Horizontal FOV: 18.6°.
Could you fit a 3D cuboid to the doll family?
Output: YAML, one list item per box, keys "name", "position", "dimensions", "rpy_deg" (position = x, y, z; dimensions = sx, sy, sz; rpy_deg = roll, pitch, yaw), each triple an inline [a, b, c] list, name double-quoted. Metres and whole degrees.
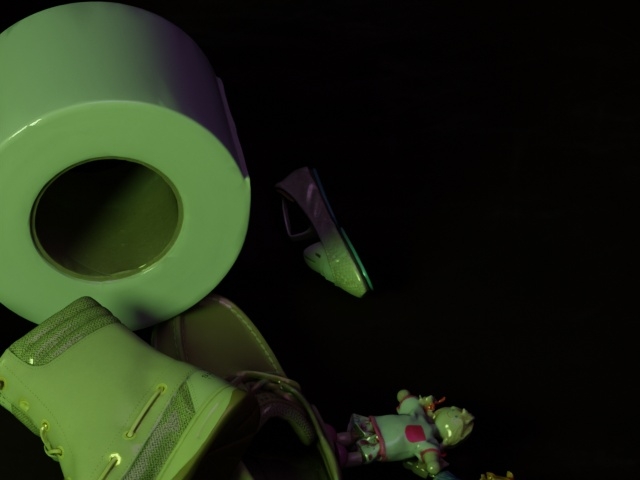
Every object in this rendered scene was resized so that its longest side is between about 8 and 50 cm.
- name: "doll family"
  position: [0.106, 0.241, 1.655]
  dimensions: [0.163, 0.118, 0.263]
  rpy_deg: [-7, 32, -17]

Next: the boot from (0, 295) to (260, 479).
- name: "boot"
  position: [-0.200, 0.184, 1.569]
  dimensions: [0.203, 0.095, 0.262]
  rpy_deg: [30, 75, 26]

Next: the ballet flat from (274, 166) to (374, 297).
- name: "ballet flat"
  position: [0.000, 0.000, 1.879]
  dimensions: [0.052, 0.057, 0.168]
  rpy_deg: [-24, 51, -3]

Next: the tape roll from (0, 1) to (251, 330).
- name: "tape roll"
  position: [-0.193, -0.063, 1.702]
  dimensions: [0.246, 0.246, 0.169]
  rpy_deg: [4, 35, -17]

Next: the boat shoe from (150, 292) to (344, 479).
- name: "boat shoe"
  position: [-0.044, 0.162, 1.655]
  dimensions: [0.121, 0.110, 0.341]
  rpy_deg: [-10, 52, -27]
